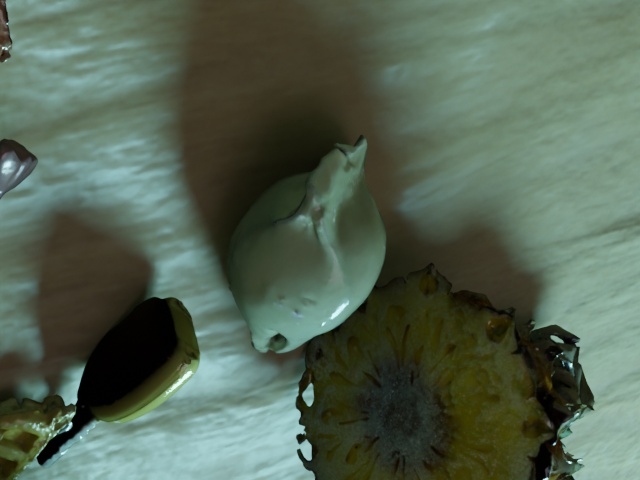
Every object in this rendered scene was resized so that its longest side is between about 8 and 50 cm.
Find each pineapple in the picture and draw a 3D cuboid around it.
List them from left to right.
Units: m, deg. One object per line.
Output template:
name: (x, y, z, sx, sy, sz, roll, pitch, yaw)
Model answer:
pineapple: (0.155, 0.152, 1.268, 0.271, 0.262, 0.263, 4, 117, -56)

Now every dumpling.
dumpling: (-0.003, -0.001, 1.117, 0.111, 0.181, 0.155, 50, 50, -10)

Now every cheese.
cheese: (-0.159, 0.116, 1.100, 0.162, 0.086, 0.036, -41, 129, 14)

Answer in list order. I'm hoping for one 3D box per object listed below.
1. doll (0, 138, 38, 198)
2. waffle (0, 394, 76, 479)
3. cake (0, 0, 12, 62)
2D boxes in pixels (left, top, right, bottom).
doll: (-0.270, 0.037, 0.901, 0.093, 0.211, 0.262, 39, 78, 0)
waffle: (-0.284, 0.132, 1.037, 0.125, 0.032, 0.191, -46, 136, 13)
cake: (-0.257, -0.203, 0.842, 0.109, 0.090, 0.225, -16, 108, -23)
